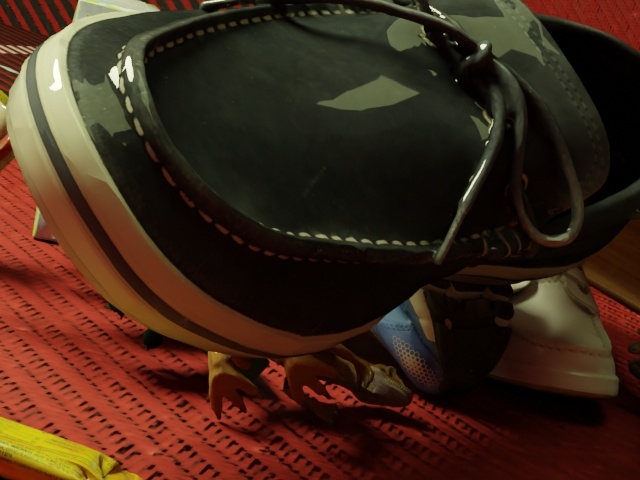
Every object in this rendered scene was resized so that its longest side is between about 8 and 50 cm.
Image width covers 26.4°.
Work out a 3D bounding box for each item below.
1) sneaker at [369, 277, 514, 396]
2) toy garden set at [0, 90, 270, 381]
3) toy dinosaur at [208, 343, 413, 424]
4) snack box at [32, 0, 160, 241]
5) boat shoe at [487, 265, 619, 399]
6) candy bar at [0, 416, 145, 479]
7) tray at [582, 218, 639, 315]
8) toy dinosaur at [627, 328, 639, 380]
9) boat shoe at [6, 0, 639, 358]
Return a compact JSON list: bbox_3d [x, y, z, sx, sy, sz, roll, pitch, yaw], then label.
[{"bbox_3d":[0.000,0.000,0.916,0.130,0.147,0.330,19,22,-45],"label":"sneaker"},{"bbox_3d":[-0.148,-0.015,0.798,0.204,0.049,0.244,45,-2,-26],"label":"toy garden set"},{"bbox_3d":[-0.034,0.035,0.707,0.211,0.064,0.112,50,17,-24],"label":"toy dinosaur"},{"bbox_3d":[-0.170,-0.099,1.046,0.070,0.174,0.207,11,10,-13],"label":"snack box"},{"bbox_3d":[0.144,0.037,0.961,0.098,0.096,0.277,12,10,-11],"label":"boat shoe"},{"bbox_3d":[-0.147,0.077,0.546,0.161,0.018,0.040,16,6,9],"label":"candy bar"},{"bbox_3d":[0.247,-0.021,0.983,0.411,0.076,0.203,34,-19,30],"label":"tray"},{"bbox_3d":[0.278,0.103,0.772,0.200,0.127,0.295,50,6,-34],"label":"toy dinosaur"},{"bbox_3d":[0.050,-0.056,0.697,0.500,0.156,0.187,-3,62,-55],"label":"boat shoe"}]
